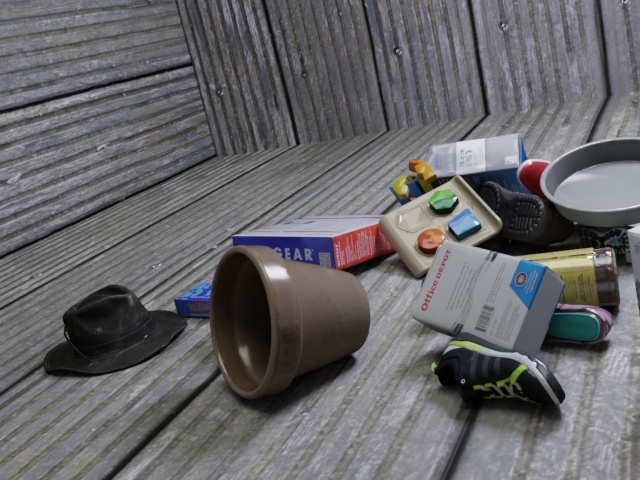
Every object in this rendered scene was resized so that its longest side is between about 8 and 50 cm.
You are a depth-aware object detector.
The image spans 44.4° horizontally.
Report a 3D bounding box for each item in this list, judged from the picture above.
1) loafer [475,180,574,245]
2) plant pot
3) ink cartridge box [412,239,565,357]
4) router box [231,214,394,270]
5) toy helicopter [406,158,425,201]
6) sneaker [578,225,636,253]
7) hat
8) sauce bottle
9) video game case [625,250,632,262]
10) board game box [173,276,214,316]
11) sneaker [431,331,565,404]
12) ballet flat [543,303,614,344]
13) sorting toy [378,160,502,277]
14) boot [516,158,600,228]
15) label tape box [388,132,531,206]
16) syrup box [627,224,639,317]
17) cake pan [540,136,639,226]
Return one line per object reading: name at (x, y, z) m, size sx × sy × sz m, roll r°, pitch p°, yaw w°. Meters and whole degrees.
loafer at (0.454, -0.044, 1.814) m, size 0.130 × 0.134 × 0.366 m, roll 20°, pitch 7°, yaw -17°
plant pot at (-0.042, 0.134, 1.379) m, size 0.229 × 0.263 × 0.263 m, roll -2°, pitch 8°, yaw -30°
ink cartridge box at (0.273, 0.098, 1.291) m, size 0.203 × 0.148 × 0.086 m, roll 17°, pitch -10°, yaw 45°
router box at (0.000, 0.000, 1.968) m, size 0.335 × 0.082 × 0.301 m, roll 1°, pitch 12°, yaw 41°
toy helicopter at (0.428, -0.167, 2.276) m, size 0.354 × 0.140 × 0.235 m, roll 4°, pitch 11°, yaw 18°
sneaker at (0.592, 0.000, 1.591) m, size 0.073 × 0.063 × 0.162 m, roll -13°, pitch 6°, yaw -22°
hat at (-0.467, 0.174, 1.741) m, size 0.331 × 0.134 × 0.331 m, roll -12°, pitch 15°, yaw 3°
sauce bottle at (0.357, 0.081, 1.420) m, size 0.344 × 0.111 × 0.111 m, roll -6°, pitch 17°, yaw 22°
video game case at (0.769, -0.009, 1.555) m, size 0.285 × 0.025 × 0.204 m, roll -26°, pitch 19°, yaw -37°
board game box at (-0.220, 0.121, 1.874) m, size 0.160 × 0.047 × 0.210 m, roll -2°, pitch 18°, yaw 35°
sneaker at (0.255, 0.212, 1.157) m, size 0.097 × 0.084 × 0.234 m, roll -45°, pitch 25°, yaw -17°
ballet flat at (0.379, 0.133, 1.309) m, size 0.221 × 0.077 × 0.079 m, roll 1°, pitch 3°, yaw 39°
sorting toy at (0.250, -0.069, 1.828) m, size 0.229 × 0.041 × 0.307 m, roll -31°, pitch 45°, yaw -2°
boot at (0.562, -0.098, 1.739) m, size 0.244 × 0.088 × 0.176 m, roll 26°, pitch 13°, yaw -11°
label tape box at (0.369, -0.158, 2.033) m, size 0.333 × 0.106 × 0.240 m, roll -6°, pitch -23°, yaw 21°
syrup box at (0.492, 0.088, 1.046) m, size 0.096 × 0.237 × 0.093 m, roll -18°, pitch 15°, yaw -17°
cake pan at (0.606, -0.120, 1.616) m, size 0.293 × 0.054 × 0.293 m, roll -14°, pitch 31°, yaw 9°
